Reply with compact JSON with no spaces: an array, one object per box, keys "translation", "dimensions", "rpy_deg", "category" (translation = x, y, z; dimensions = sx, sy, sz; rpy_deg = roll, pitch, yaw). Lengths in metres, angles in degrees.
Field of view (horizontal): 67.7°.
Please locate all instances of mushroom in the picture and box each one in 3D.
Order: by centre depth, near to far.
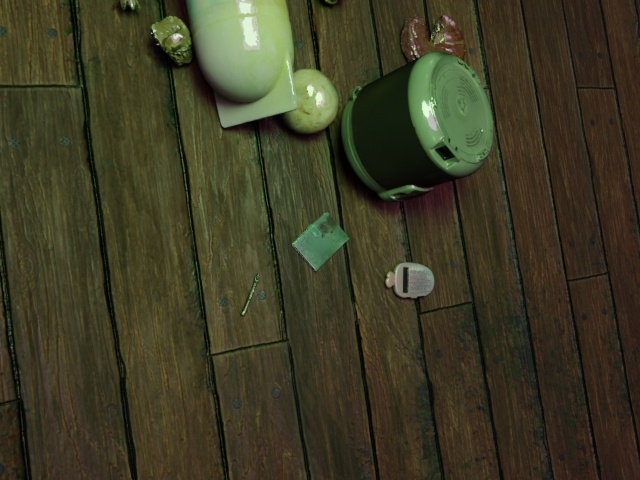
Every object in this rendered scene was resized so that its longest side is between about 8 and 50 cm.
[{"translation":[-0.035,-0.359,1.244],"dimensions":[0.166,0.127,0.167],"rpy_deg":[0,90,1],"category":"mushroom"}]

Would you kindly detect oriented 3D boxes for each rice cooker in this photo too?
[{"translation":[0.241,-0.282,1.240],"dimensions":[0.335,0.325,0.336],"rpy_deg":[10,74,-40],"category":"rice cooker"}]

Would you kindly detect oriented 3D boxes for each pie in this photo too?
[{"translation":[0.349,-0.594,1.455],"dimensions":[0.218,0.054,0.205],"rpy_deg":[-24,93,-22],"category":"pie"}]

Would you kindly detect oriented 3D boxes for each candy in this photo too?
[{"translation":[-0.348,-0.474,1.134],"dimensions":[0.085,0.110,0.095],"rpy_deg":[-26,84,-4],"category":"candy"}]

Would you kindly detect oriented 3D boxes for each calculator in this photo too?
[{"translation":[0.255,0.115,1.365],"dimensions":[0.165,0.024,0.103],"rpy_deg":[5,83,-24],"category":"calculator"}]

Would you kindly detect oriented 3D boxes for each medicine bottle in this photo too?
[{"translation":[-0.185,-0.490,1.127],"dimensions":[0.235,0.235,0.407],"rpy_deg":[-14,99,-22],"category":"medicine bottle"}]

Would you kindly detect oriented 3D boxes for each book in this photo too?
[{"translation":[0.000,0.000,1.276],"dimensions":[0.135,0.017,0.103],"rpy_deg":[-43,101,-20],"category":"book"}]

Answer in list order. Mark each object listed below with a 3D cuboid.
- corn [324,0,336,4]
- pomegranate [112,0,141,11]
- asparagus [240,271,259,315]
[{"translation":[0.033,-0.810,1.324],"dimensions":[0.106,0.106,0.306],"rpy_deg":[3,79,-22],"category":"corn"},{"translation":[-0.450,-0.627,1.113],"dimensions":[0.129,0.159,0.130],"rpy_deg":[2,43,-2],"category":"pomegranate"},{"translation":[-0.174,0.134,1.195],"dimensions":[0.014,0.015,0.115],"rpy_deg":[23,78,-16],"category":"asparagus"}]
